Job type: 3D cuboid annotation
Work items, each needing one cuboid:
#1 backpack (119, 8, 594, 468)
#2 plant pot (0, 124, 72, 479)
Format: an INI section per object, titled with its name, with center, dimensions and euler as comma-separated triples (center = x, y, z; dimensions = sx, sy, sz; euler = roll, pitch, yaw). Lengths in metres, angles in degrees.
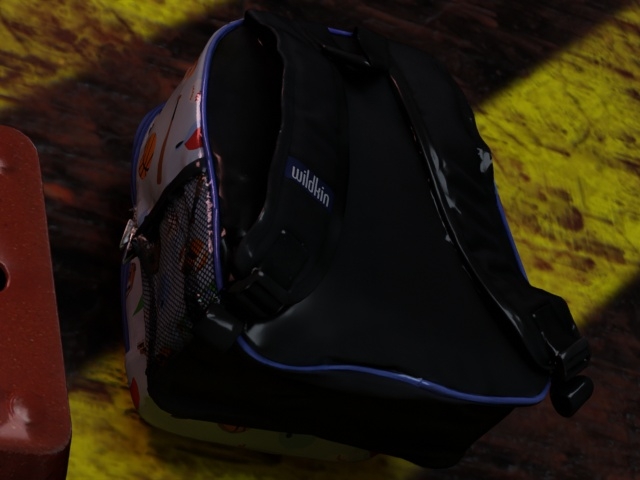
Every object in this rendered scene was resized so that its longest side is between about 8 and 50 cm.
[backpack]
center = 0.000, 0.000, 1.164
dimensions = 0.277, 0.213, 0.263
euler = 17, 56, -34
[plant pot]
center = -0.252, 0.070, 0.899
dimensions = 0.267, 0.236, 0.267
euler = 10, 52, -31
